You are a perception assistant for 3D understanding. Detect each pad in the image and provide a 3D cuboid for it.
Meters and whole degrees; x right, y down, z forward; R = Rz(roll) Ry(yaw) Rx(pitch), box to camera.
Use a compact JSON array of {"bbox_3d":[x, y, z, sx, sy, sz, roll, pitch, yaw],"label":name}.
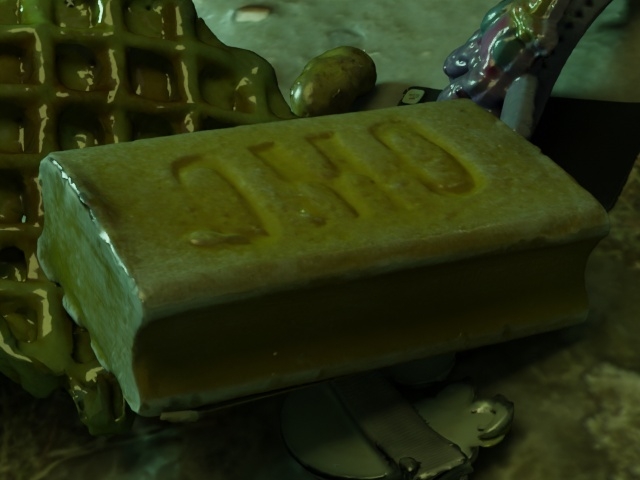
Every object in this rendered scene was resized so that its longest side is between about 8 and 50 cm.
[{"bbox_3d":[0.123,-0.065,0.998,0.193,0.004,0.116,9,46,30],"label":"pad"}]

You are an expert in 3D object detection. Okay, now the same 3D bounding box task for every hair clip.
[{"bbox_3d":[0.148,-0.148,1.017,0.137,0.090,0.278,-29,15,49],"label":"hair clip"},{"bbox_3d":[0.036,0.092,0.804,0.116,0.049,0.172,-23,33,-13],"label":"hair clip"}]

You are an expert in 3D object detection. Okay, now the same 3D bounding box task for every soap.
[{"bbox_3d":[0.000,0.000,0.814,0.274,0.089,0.173,-10,34,-26],"label":"soap"}]

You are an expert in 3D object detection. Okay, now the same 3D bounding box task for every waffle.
[{"bbox_3d":[-0.138,-0.038,0.913,0.317,0.073,0.297,43,56,3],"label":"waffle"}]

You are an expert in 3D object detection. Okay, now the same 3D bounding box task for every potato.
[{"bbox_3d":[0.006,-0.112,1.068,0.047,0.045,0.092,12,44,32],"label":"potato"}]
